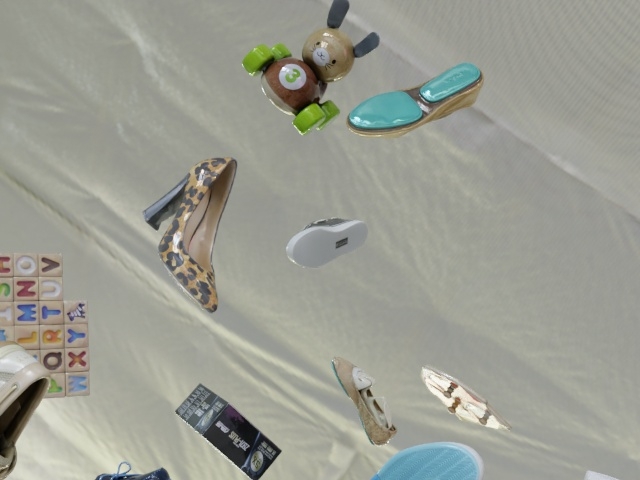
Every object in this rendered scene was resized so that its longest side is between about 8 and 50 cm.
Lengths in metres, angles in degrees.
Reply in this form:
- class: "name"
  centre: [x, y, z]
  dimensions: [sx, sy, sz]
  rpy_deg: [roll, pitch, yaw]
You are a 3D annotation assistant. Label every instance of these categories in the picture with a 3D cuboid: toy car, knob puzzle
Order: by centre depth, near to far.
- class: "toy car"
  centre: [0.002, -0.289, 1.420]
  dimensions: [0.188, 0.149, 0.155]
  rpy_deg: [-41, -93, 23]
- class: "knob puzzle"
  centre: [0.271, 0.322, 1.806]
  dimensions: [0.213, 0.030, 0.213]
  rpy_deg: [34, -19, 14]

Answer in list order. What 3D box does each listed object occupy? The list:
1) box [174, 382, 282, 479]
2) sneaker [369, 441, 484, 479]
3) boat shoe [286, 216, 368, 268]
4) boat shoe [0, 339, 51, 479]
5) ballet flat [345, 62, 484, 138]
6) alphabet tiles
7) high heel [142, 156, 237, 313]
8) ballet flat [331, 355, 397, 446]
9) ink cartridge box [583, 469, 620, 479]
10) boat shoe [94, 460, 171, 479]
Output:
- class: "box"
  centre: [-0.176, 0.358, 1.666]
  dimensions: [0.147, 0.077, 0.180]
  rpy_deg: [47, -15, -20]
- class: "sneaker"
  centre: [0.161, 0.424, 1.471]
  dimensions: [0.319, 0.208, 0.127]
  rpy_deg: [-36, -114, 23]
- class: "boat shoe"
  centre: [0.000, 0.000, 1.695]
  dimensions: [0.070, 0.219, 0.077]
  rpy_deg: [19, -70, 35]
- class: "boat shoe"
  centre: [-0.471, 0.289, 1.216]
  dimensions: [0.098, 0.302, 0.109]
  rpy_deg: [30, 0, 25]
- class: "ballet flat"
  centre: [0.146, -0.193, 1.338]
  dimensions: [0.080, 0.232, 0.073]
  rpy_deg: [59, -15, 31]
- class: "alphabet tiles"
  centre: [-0.474, 0.138, 1.434]
  dimensions: [0.009, 0.198, 0.237]
  rpy_deg: [-18, -107, 60]
- class: "high heel"
  centre: [-0.177, -0.019, 1.464]
  dimensions: [0.261, 0.186, 0.093]
  rpy_deg: [57, 7, 34]
- class: "ballet flat"
  centre: [0.096, 0.320, 1.825]
  dimensions: [0.067, 0.073, 0.206]
  rpy_deg: [-31, -94, 24]
- class: "ink cartridge box"
  centre: [0.595, 0.630, 1.919]
  dimensions: [0.092, 0.218, 0.158]
  rpy_deg: [15, -65, 14]
- class: "boat shoe"
  centre: [-0.407, 0.484, 1.684]
  dimensions: [0.258, 0.109, 0.089]
  rpy_deg: [-28, -99, 9]
